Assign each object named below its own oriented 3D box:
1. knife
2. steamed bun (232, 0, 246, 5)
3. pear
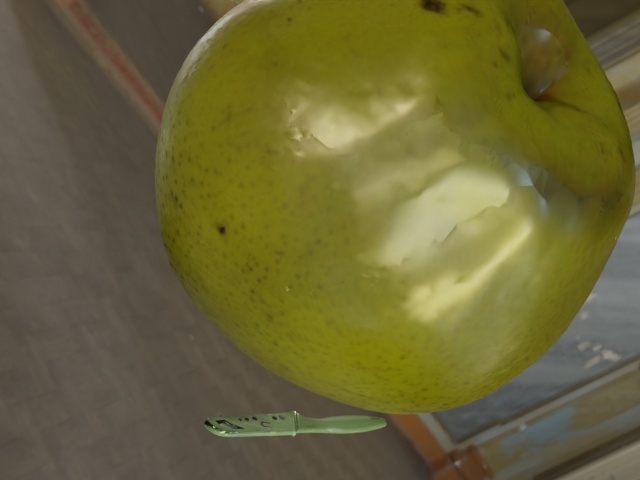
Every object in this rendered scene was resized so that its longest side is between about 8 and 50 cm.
[{"bbox_3d":[-0.026,0.245,1.229,0.293,0.020,0.043,6,28,-38],"label":"knife"},{"bbox_3d":[0.011,-0.352,1.004,0.166,0.232,0.273,66,-28,12],"label":"steamed bun"},{"bbox_3d":[0.036,-0.031,0.572,0.294,0.294,0.294,59,10,-17],"label":"pear"}]
